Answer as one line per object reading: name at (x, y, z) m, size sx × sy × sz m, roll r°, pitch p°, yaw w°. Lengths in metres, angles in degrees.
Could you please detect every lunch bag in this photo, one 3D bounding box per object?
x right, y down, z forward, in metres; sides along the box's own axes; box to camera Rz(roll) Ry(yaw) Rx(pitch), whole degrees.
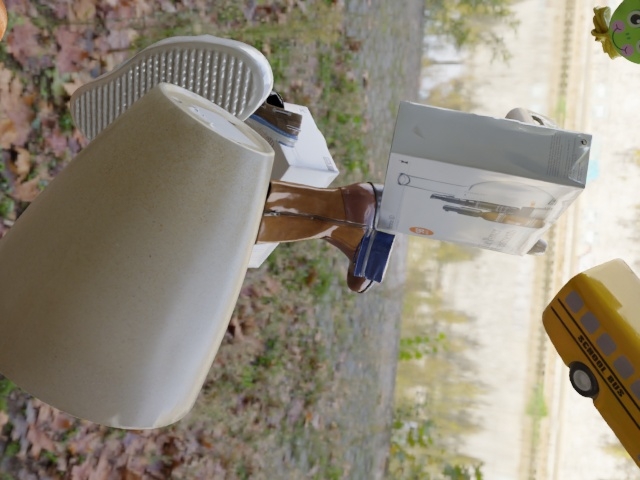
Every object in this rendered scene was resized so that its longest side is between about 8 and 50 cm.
lunch bag at (0.096, 0.029, 1.420) m, size 0.067 × 0.065 × 0.099 m, roll -59°, pitch 165°, yaw -60°

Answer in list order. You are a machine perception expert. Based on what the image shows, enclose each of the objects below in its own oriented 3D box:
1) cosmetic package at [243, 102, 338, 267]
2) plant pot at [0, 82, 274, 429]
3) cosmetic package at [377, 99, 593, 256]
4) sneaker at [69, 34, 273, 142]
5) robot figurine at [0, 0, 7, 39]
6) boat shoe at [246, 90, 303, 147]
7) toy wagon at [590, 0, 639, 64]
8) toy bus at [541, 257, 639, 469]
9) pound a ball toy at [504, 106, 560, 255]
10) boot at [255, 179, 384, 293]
cosmetic package at (-0.147, -0.127, 1.816) m, size 0.156 × 0.385 × 0.217 m, roll 2°, pitch 51°, yaw -40°
plant pot at (-0.168, -0.005, 0.751) m, size 0.274 × 0.256 × 0.256 m, roll -56°, pitch 166°, yaw 13°
cosmetic package at (0.248, -0.087, 1.262) m, size 0.377 × 0.284 × 0.098 m, roll 85°, pitch 19°, yaw -74°
sneaker at (-0.195, -0.228, 1.064) m, size 0.150 × 0.365 × 0.135 m, roll -49°, pitch 127°, yaw -42°
robot figurine at (-0.501, -0.320, 1.007) m, size 0.128 × 0.158 × 0.219 m, roll 56°, pitch -9°, yaw 12°
boat shoe at (-0.094, -0.228, 1.314) m, size 0.066 × 0.183 × 0.066 m, roll 9°, pitch 114°, yaw -57°
toy wagon at (0.431, -0.236, 0.752) m, size 0.068 × 0.344 × 0.267 m, roll -46°, pitch 117°, yaw -39°
toy bus at (0.422, 0.194, 0.948) m, size 0.333 × 0.108 × 0.130 m, roll 59°, pitch -30°, yaw 28°
pound a ball toy at (0.431, -0.137, 1.628) m, size 0.319 × 0.135 × 0.208 m, roll -81°, pitch -170°, yaw -61°
boot at (0.000, 0.000, 1.565) m, size 0.096 × 0.280 × 0.264 m, roll -121°, pitch -143°, yaw -47°
